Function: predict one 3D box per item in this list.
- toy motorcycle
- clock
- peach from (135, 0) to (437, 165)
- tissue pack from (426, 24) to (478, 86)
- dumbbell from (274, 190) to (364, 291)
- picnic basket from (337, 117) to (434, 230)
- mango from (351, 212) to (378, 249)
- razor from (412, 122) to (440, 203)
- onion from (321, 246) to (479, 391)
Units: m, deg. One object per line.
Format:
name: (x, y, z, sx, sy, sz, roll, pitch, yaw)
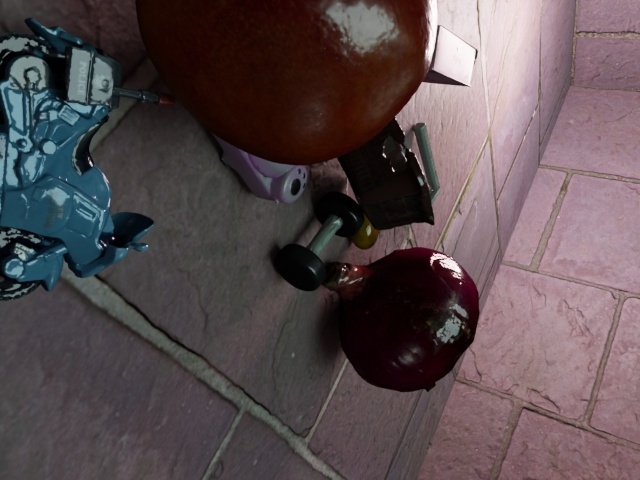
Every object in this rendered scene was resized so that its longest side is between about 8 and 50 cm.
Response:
toy motorcycle: (-0.256, -0.073, 0.549, 0.182, 0.123, 0.272, -2, 105, -48)
clock: (-0.063, -0.210, 0.842, 0.248, 0.090, 0.228, -63, 148, -23)
peach: (-0.041, -0.238, 0.565, 0.332, 0.307, 0.308, 35, 73, -49)
tissue pack: (0.240, -0.412, 1.203, 0.246, 0.148, 0.093, -10, 113, -56)
dumbbell: (0.000, 0.000, 1.029, 0.191, 0.100, 0.100, -52, 143, -32)
picnic basket: (0.125, -0.120, 1.053, 0.223, 0.129, 0.297, 67, 9, 17)
mango: (0.104, -0.035, 1.235, 0.079, 0.057, 0.114, -11, 105, -53)
razor: (0.298, -0.202, 1.481, 0.111, 0.056, 0.278, -53, 144, -31)
onion: (0.154, 0.151, 1.205, 0.385, 0.347, 0.348, 32, 73, -23)
